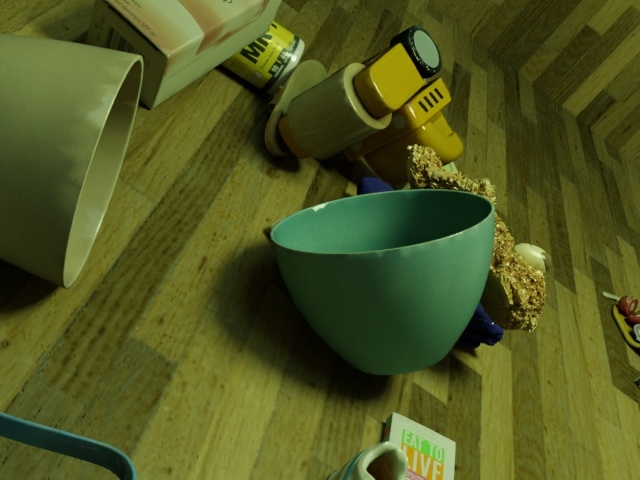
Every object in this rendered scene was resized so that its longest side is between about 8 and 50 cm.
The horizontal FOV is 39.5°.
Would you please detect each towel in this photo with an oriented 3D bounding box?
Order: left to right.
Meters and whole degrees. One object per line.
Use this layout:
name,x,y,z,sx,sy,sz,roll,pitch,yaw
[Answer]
towel,0.170,0.038,1.480,0.228,0.076,0.308,19,36,-22

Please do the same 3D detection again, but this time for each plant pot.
plant pot,-0.353,-0.112,0.918,0.274,0.256,0.256,18,33,-8
plant pot,0.092,0.062,1.179,0.290,0.290,0.195,-38,123,-61

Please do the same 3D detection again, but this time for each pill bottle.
pill bottle,-0.144,-0.364,1.605,0.209,0.119,0.119,30,30,-17

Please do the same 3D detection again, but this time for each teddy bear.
teddy bear,0.235,-0.014,1.351,0.338,0.113,0.245,47,-22,55

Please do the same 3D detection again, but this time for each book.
book,0.117,0.289,1.107,0.096,0.035,0.144,31,31,-9

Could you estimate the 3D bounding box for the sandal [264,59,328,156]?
sandal,-0.065,-0.233,1.569,0.088,0.079,0.240,56,40,-33

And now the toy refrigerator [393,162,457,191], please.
toy refrigerator,0.188,-0.189,1.781,0.102,0.094,0.269,23,33,-29

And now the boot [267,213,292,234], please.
boot,-0.043,0.007,1.302,0.087,0.042,0.118,37,36,14

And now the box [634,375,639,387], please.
box,0.714,0.337,1.713,0.232,0.058,0.087,51,31,20

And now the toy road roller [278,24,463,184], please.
toy road roller,0.112,-0.199,1.528,0.240,0.203,0.329,58,38,-9

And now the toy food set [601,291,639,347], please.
toy food set,0.696,0.173,1.905,0.128,0.071,0.217,23,33,-29

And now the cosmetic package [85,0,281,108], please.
cosmetic package,-0.206,-0.357,1.407,0.153,0.129,0.296,41,52,4

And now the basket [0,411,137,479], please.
basket,-0.288,0.193,0.579,0.289,0.201,0.254,25,30,-8

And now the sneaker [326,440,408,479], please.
sneaker,0.039,0.302,0.929,0.087,0.092,0.228,36,30,-12
